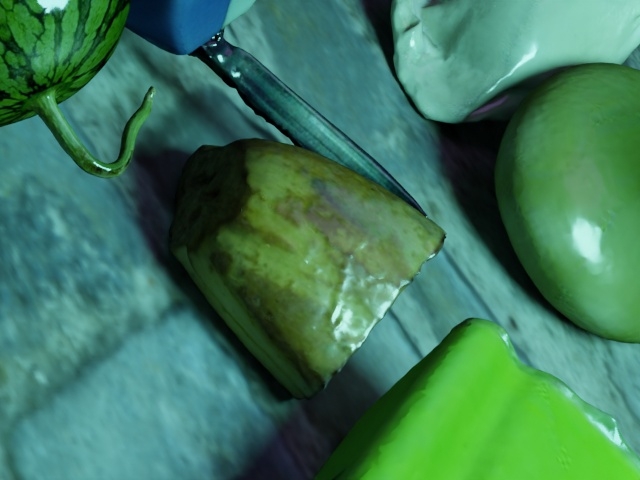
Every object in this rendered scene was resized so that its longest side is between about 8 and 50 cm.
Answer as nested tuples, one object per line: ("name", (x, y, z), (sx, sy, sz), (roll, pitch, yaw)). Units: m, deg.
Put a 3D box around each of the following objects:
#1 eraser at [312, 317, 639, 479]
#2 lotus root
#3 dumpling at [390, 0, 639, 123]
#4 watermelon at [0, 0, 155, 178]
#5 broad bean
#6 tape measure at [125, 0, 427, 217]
("eraser", (0.078, 0.172, 0.855), (0.210, 0.092, 0.274), (45, 31, -3))
("lotus root", (-0.004, 0.000, 0.952), (0.135, 0.095, 0.159), (36, 25, -13))
("dumpling", (0.129, -0.157, 1.293), (0.229, 0.124, 0.151), (-27, 61, -35))
("watermelon", (-0.144, -0.107, 0.839), (0.187, 0.141, 0.141), (57, 30, 11))
("broad bean", (0.202, -0.026, 1.239), (0.263, 0.121, 0.189), (-19, 91, -44))
("tape measure", (-0.063, -0.151, 0.939), (0.098, 0.215, 0.351), (-40, 83, -21))
